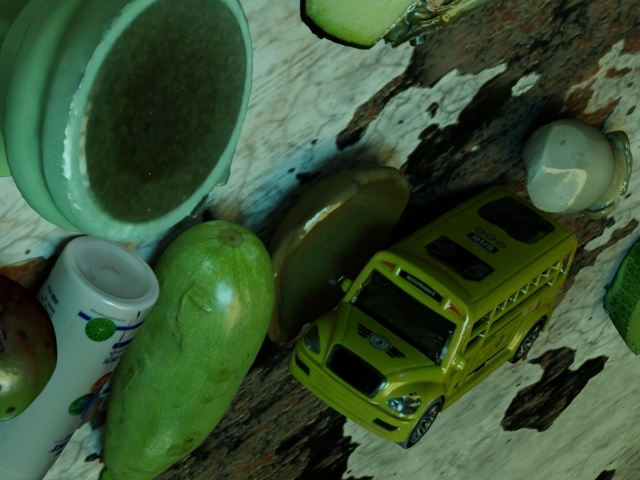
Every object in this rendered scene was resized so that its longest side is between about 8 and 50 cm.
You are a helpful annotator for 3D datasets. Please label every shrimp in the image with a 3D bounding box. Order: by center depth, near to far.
[{"bbox_3d":[0.129,-0.239,1.667,0.217,0.051,0.115,-37,145,-2],"label":"shrimp"}]

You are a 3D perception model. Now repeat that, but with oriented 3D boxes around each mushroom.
[{"bbox_3d":[0.259,-0.072,1.997,0.088,0.097,0.212,-19,168,20],"label":"mushroom"}]

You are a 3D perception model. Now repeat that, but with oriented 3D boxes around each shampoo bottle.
[{"bbox_3d":[-0.246,0.135,1.724,0.092,0.092,0.303,-2,133,-48],"label":"shampoo bottle"}]

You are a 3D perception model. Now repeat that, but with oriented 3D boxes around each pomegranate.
[{"bbox_3d":[-0.275,0.091,1.605,0.129,0.129,0.159,-32,170,-12],"label":"pomegranate"}]

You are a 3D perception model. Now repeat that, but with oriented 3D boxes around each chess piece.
[{"bbox_3d":[-0.199,-0.123,1.193,0.176,0.298,0.175,-35,138,-39],"label":"chess piece"}]

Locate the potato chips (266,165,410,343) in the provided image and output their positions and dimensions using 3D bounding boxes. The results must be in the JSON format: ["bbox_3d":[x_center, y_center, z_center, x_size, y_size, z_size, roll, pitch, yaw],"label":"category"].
[{"bbox_3d":[0.000,0.000,1.838,0.195,0.062,0.208,-46,158,-5],"label":"potato chips"}]

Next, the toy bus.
[{"bbox_3d":[0.114,0.064,1.912,0.331,0.145,0.151,-30,150,-53],"label":"toy bus"}]

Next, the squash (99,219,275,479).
[{"bbox_3d":[-0.131,0.125,1.819,0.118,0.118,0.370,-15,145,-36],"label":"squash"}]

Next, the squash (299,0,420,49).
[{"bbox_3d":[0.039,-0.248,1.507,0.192,0.085,0.184,-45,154,15],"label":"squash"}]

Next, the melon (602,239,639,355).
[{"bbox_3d":[0.396,0.054,2.374,0.118,0.064,0.209,-14,141,-35],"label":"melon"}]
